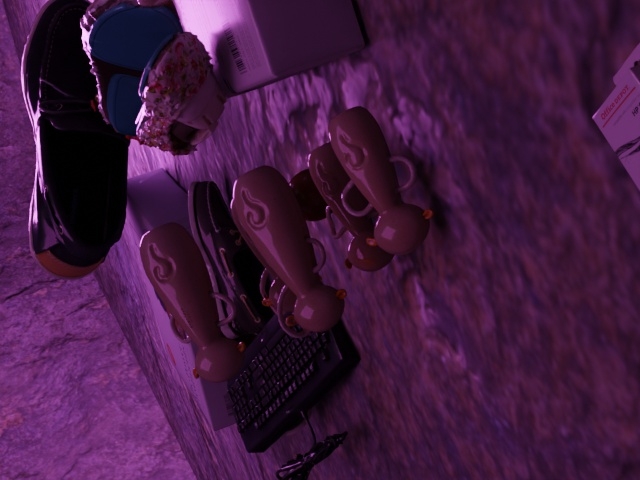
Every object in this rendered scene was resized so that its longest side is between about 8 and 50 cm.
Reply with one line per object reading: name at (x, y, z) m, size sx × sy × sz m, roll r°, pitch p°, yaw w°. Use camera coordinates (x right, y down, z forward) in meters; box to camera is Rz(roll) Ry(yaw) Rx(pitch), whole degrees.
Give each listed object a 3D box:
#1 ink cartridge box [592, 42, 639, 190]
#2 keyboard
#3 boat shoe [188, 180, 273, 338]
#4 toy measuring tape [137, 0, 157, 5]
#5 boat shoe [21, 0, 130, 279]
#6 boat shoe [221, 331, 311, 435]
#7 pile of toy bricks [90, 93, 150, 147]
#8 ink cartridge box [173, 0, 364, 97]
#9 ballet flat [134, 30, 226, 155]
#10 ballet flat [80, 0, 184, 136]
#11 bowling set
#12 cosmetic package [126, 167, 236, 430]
ink cartridge box at (0.174, -0.061, 0.504) m, size 0.083 × 0.028 × 0.048 m, roll 63°, pitch 160°, yaw 19°
keyboard at (-0.037, 0.201, 1.221) m, size 0.201 × 0.033 × 0.317 m, roll 63°, pitch 145°, yaw 20°
boat shoe at (-0.123, 0.020, 1.349) m, size 0.081 × 0.069 × 0.227 m, roll -20°, pitch -85°, yaw -69°
toy measuring tape at (-0.228, -0.344, 1.050) m, size 0.330 × 0.121 × 0.121 m, roll -99°, pitch 5°, yaw -48°
boat shoe at (-0.400, -0.187, 1.629) m, size 0.156 × 0.187 × 0.500 m, roll -20°, pitch 68°, yaw 52°
boat shoe at (-0.090, 0.185, 1.371) m, size 0.233 × 0.084 × 0.079 m, roll 51°, pitch 180°, yaw 45°
pile of toy bricks at (-0.314, -0.224, 1.551) m, size 0.212 × 0.105 × 0.118 m, roll 64°, pitch 160°, yaw 17°
ink cartridge box at (-0.062, -0.222, 0.882) m, size 0.219 × 0.093 × 0.160 m, roll 9°, pitch 118°, yaw 70°
ballet flat at (-0.130, -0.136, 0.934) m, size 0.077 × 0.091 × 0.241 m, roll 34°, pitch 169°, yaw -7°
ballet flat at (-0.245, -0.271, 1.300) m, size 0.147 × 0.147 × 0.409 m, roll 66°, pitch 160°, yaw 9°
bowling set at (0.000, 0.000, 0.898) m, size 0.287 × 0.200 × 0.154 m, roll -29°, pitch 86°, yaw 28°
cosmetic package at (-0.230, 0.098, 1.676) m, size 0.284 × 0.097 × 0.377 m, roll -135°, pitch 31°, yaw -56°
